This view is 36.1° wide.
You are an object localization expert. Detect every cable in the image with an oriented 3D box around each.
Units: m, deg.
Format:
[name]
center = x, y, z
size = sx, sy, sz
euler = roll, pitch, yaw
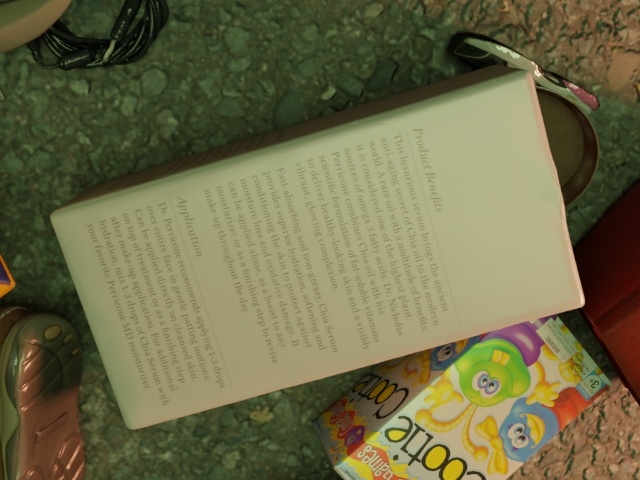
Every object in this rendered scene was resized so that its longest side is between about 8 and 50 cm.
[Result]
[cable]
center = -0.232, -0.265, 0.980
size = 0.151, 0.047, 0.184
euler = -11, 101, -8

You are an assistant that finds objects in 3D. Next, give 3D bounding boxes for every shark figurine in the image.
[shark figurine]
center = -0.302, -0.211, 0.906
size = 0.278, 0.116, 0.166
euler = -17, 112, 21

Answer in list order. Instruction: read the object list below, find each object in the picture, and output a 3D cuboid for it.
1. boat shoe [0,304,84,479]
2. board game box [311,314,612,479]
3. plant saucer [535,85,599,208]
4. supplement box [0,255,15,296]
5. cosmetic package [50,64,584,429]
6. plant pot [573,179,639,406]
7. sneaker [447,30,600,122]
[boat shoe]
center = -0.323, 0.212, 1.023
size = 0.116, 0.123, 0.324
euler = 16, 108, 21
[board game box]
center = 0.147, 0.179, 1.074
size = 0.275, 0.144, 0.142
euler = -41, 103, -2
[plant saucer]
center = 0.214, -0.098, 1.065
size = 0.168, 0.029, 0.168
euler = 6, 127, 8
[supplement box]
center = -0.452, -0.069, 0.820
size = 0.195, 0.194, 0.356
euler = -32, 79, 7
[cosmetic package]
center = 0.000, 0.000, 0.970
size = 0.453, 0.161, 0.230
euler = -15, 102, 4
[plant pot]
center = 0.415, 0.071, 1.059
size = 0.236, 0.267, 0.267
euler = -33, 104, 9
[sneaker]
center = 0.213, -0.161, 1.069
size = 0.178, 0.072, 0.077
euler = 27, 104, -8
